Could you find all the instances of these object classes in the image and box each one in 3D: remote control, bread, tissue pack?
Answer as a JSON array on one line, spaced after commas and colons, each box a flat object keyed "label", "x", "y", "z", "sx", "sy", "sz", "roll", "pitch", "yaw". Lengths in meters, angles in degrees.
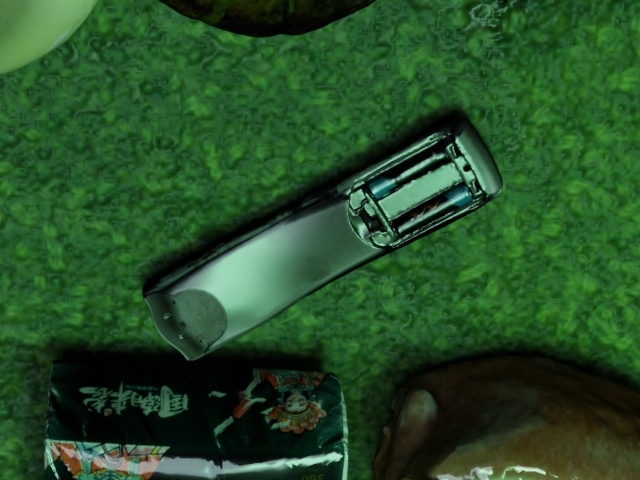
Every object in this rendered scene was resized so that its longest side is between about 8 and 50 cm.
[{"label": "remote control", "x": 0.000, "y": 0.000, "z": 0.914, "sx": 0.212, "sy": 0.028, "sz": 0.059, "roll": -29, "pitch": 116, "yaw": 10}, {"label": "bread", "x": 0.129, "y": 0.172, "z": 0.959, "sx": 0.244, "sy": 0.123, "sz": 0.190, "roll": 35, "pitch": 107, "yaw": -20}, {"label": "tissue pack", "x": -0.071, "y": 0.129, "z": 0.937, "sx": 0.170, "sy": 0.090, "sz": 0.103, "roll": 1, "pitch": 125, "yaw": -5}]

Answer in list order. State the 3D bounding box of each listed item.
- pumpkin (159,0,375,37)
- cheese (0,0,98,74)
[{"label": "pumpkin", "x": -0.052, "y": -0.165, "z": 0.776, "sx": 0.107, "sy": 0.119, "sz": 0.183, "roll": -34, "pitch": 114, "yaw": 13}, {"label": "cheese", "x": -0.126, "y": -0.137, "z": 0.740, "sx": 0.251, "sy": 0.054, "sz": 0.127, "roll": 0, "pitch": 127, "yaw": 43}]
